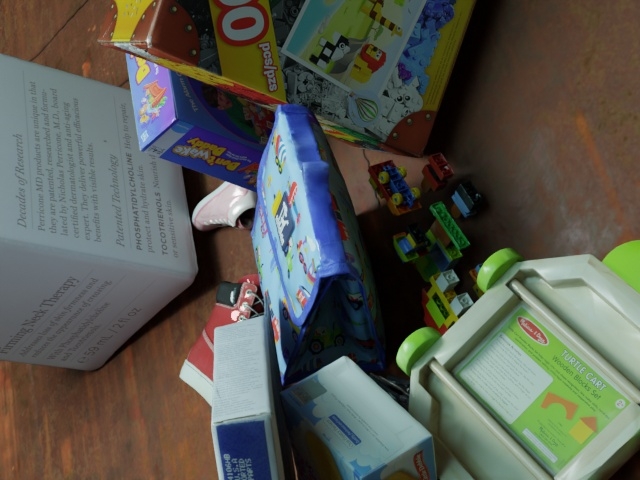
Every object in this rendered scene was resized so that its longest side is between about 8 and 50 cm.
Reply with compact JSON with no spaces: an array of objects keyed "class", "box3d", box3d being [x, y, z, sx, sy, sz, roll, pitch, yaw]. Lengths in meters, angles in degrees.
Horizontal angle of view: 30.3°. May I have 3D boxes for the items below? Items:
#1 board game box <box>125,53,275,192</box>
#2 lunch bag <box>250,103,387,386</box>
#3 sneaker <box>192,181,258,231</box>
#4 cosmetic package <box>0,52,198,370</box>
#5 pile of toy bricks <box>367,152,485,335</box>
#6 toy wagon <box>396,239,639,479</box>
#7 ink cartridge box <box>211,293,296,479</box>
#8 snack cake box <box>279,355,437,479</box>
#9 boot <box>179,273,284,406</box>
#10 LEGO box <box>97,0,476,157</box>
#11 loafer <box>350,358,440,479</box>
[{"class":"board game box","box3d":[-0.156,-0.248,1.644,0.078,0.233,0.347,-36,52,33]},{"class":"lunch bag","box3d":[0.000,0.000,1.348,0.293,0.138,0.220,92,167,-59]},{"class":"sneaker","box3d":[-0.132,-0.034,1.677,0.134,0.051,0.070,-40,59,37]},{"class":"cosmetic package","box3d":[-0.444,-0.037,1.729,0.329,0.394,0.327,-41,50,41]},{"class":"pile of toy bricks","box3d":[0.130,0.009,1.363,0.212,0.118,0.105,61,150,22]},{"class":"toy wagon","box3d":[0.246,0.119,1.168,0.344,0.068,0.267,-45,53,1]},{"class":"ink cartridge box","box3d":[-0.062,0.262,1.250,0.330,0.072,0.324,-106,8,-73]},{"class":"snack cake box","box3d":[0.049,0.271,1.235,0.152,0.089,0.264,38,148,46]},{"class":"boot","box3d":[-0.084,0.140,1.541,0.244,0.088,0.176,27,95,52]},{"class":"LEGO box","box3d":[0.009,-0.395,1.395,0.193,0.373,0.500,18,90,62]},{"class":"loafer","box3d":[0.128,0.216,1.290,0.095,0.109,0.302,-47,50,-2]}]
